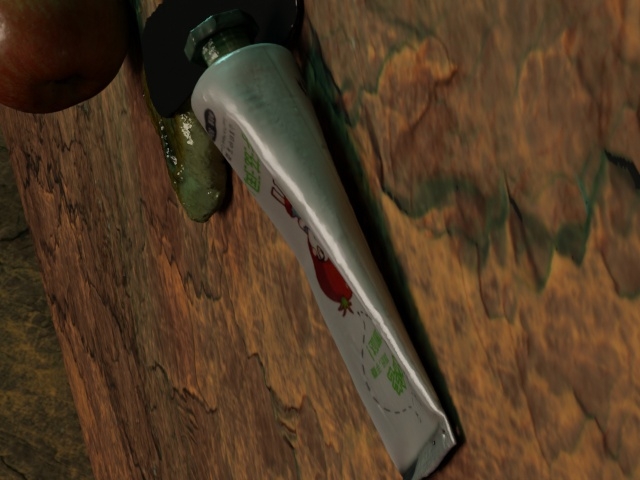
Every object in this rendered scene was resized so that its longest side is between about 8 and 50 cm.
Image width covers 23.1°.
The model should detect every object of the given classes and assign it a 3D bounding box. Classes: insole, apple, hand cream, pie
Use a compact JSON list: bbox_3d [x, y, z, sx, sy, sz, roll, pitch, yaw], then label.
[{"bbox_3d":[-0.082,-0.162,1.176,0.348,0.009,0.119,159,100,-67],"label":"insole"},{"bbox_3d":[-0.294,-0.230,1.647,0.188,0.188,0.174,115,133,-66],"label":"apple"},{"bbox_3d":[0.000,0.000,0.992,0.121,0.076,0.336,104,144,-64],"label":"hand cream"},{"bbox_3d":[-0.122,-0.107,1.387,0.187,0.041,0.187,167,90,-74],"label":"pie"}]
